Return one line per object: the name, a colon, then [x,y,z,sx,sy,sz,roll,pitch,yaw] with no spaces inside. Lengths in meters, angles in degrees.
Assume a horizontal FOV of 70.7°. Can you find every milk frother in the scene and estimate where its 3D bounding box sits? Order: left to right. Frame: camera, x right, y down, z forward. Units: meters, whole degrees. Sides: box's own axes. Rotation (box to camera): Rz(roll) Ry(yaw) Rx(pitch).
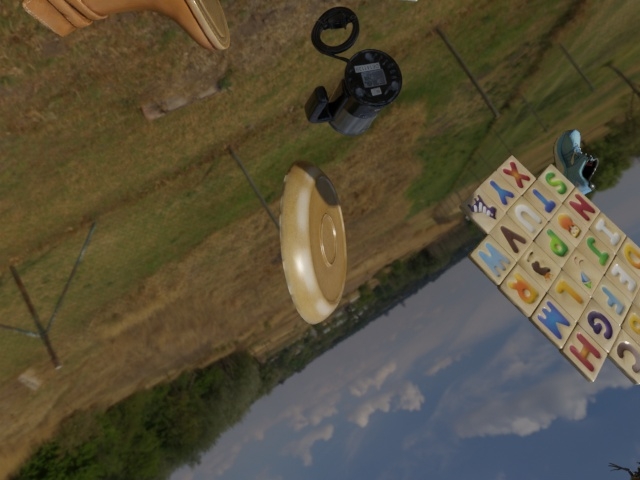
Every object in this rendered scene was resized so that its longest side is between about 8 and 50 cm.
milk frother: [0.040,-0.249,0.681,0.129,0.143,0.135,3,175,-12]

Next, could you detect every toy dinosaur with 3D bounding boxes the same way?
toy dinosaur: [0.524,0.402,0.742,0.090,0.082,0.047,5,-140,37]

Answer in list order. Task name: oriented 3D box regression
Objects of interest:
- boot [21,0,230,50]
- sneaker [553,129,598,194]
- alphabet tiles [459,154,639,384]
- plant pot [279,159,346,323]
boot: [-0.195,-0.233,0.423,0.152,0.197,0.073,-28,-150,21]
sneaker: [0.500,-0.149,0.871,0.063,0.162,0.073,28,150,-30]
alphabet tiles: [0.373,0.028,0.679,0.285,0.342,0.011,-38,172,-32]
plant pot: [0.000,0.000,0.648,0.032,0.236,0.236,-6,178,17]
